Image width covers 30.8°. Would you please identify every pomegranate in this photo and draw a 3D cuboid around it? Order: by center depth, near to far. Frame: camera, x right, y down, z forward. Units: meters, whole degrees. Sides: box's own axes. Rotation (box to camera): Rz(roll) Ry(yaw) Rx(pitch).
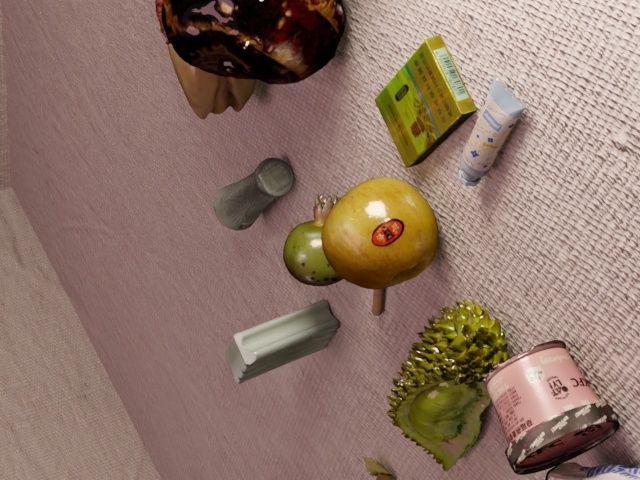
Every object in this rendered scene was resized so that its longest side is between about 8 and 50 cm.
[{"bbox_3d":[-0.006,0.001,2.013,0.129,0.130,0.159,-25,77,65],"label":"pomegranate"}]

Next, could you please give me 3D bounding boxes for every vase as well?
[{"bbox_3d":[-0.126,-0.092,2.233,0.219,0.096,0.096,-31,79,62],"label":"vase"}]

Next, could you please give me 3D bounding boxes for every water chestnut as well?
[{"bbox_3d":[-0.100,-0.384,1.823,0.300,0.300,0.300,43,143,45],"label":"water chestnut"}]

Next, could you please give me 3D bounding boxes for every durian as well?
[{"bbox_3d":[0.205,0.217,1.796,0.169,0.158,0.351,28,143,7],"label":"durian"}]

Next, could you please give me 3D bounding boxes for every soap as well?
[{"bbox_3d":[-0.073,0.190,2.191,0.066,0.198,0.119,60,152,20],"label":"soap"}]

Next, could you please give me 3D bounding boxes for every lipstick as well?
[{"bbox_3d":[0.099,0.089,1.982,0.019,0.019,0.094,47,146,41],"label":"lipstick"}]

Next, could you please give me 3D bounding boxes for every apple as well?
[{"bbox_3d":[0.093,-0.006,1.754,0.155,0.182,0.182,50,150,16],"label":"apple"}]

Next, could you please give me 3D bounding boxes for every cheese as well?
[{"bbox_3d":[0.110,0.440,2.178,0.084,0.041,0.060,63,166,-20],"label":"cheese"}]

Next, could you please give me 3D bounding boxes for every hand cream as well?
[{"bbox_3d":[0.225,-0.139,1.548,0.065,0.043,0.170,51,144,25],"label":"hand cream"}]

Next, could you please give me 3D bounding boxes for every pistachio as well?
[{"bbox_3d":[-0.197,-0.368,2.105,0.181,0.162,0.292,-122,19,-65],"label":"pistachio"}]

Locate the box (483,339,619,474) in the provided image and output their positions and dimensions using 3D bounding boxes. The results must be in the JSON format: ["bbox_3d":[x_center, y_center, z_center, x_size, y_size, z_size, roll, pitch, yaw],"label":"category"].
[{"bbox_3d":[0.296,0.216,1.533,0.151,0.151,0.135,111,142,-54],"label":"box"}]

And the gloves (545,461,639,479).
[{"bbox_3d":[0.388,0.329,1.472,0.229,0.097,0.119,15,144,53],"label":"gloves"}]

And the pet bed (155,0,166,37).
[{"bbox_3d":[-0.280,-0.463,2.330,0.201,0.054,0.201,48,151,37],"label":"pet bed"}]

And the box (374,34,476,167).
[{"bbox_3d":[0.147,-0.196,1.676,0.121,0.030,0.193,66,155,10],"label":"box"}]
